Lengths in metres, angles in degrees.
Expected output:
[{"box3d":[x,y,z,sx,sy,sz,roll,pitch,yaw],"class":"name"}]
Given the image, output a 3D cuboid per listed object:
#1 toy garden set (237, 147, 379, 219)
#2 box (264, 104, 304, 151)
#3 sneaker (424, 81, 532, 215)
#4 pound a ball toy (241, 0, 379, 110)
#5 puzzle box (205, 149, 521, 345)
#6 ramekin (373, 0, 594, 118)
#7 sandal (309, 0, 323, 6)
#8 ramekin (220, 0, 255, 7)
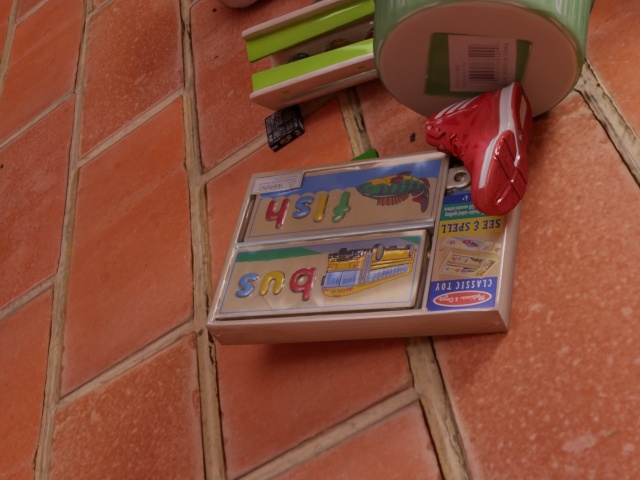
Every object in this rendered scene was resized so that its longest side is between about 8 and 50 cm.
[{"box3d":[0.000,0.000,1.406,0.244,0.049,0.204,-26,45,16],"class":"toy garden set"},{"box3d":[-0.063,-0.200,1.673,0.067,0.018,0.083,-32,39,17],"class":"box"},{"box3d":[0.191,-0.104,1.216,0.128,0.087,0.221,-11,36,32],"class":"sneaker"},{"box3d":[0.031,-0.358,1.601,0.319,0.135,0.208,-14,78,28],"class":"pound a ball toy"},{"box3d":[0.059,0.006,1.279,0.408,0.052,0.272,-6,52,26],"class":"puzzle box"},{"box3d":[0.210,-0.283,1.273,0.303,0.303,0.148,-13,55,35],"class":"ramekin"},{"box3d":[0.032,-0.431,1.713,0.219,0.060,0.090,-19,80,48],"class":"sandal"},{"box3d":[-0.154,-0.614,2.031,0.272,0.127,0.273,-34,34,27],"class":"ramekin"}]
